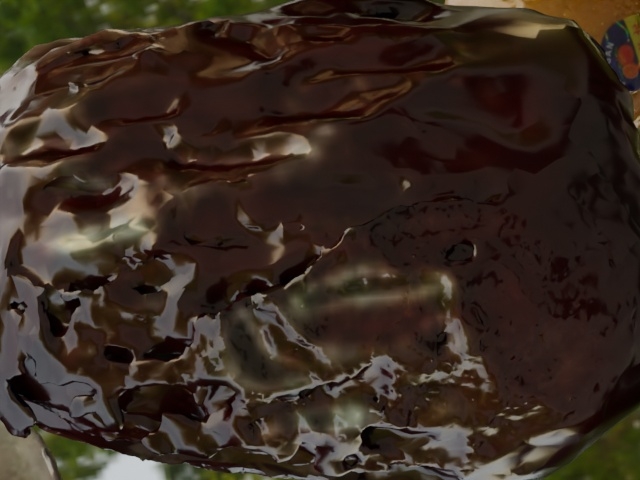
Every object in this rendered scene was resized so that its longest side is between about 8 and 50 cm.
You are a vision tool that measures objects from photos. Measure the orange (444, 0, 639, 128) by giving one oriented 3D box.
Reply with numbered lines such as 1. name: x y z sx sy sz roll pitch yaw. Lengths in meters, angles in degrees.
1. orange: 0.170 -0.143 1.279 0.177 0.177 0.155 -50 -55 -49

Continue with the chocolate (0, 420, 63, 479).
1. chocolate: -0.305 0.214 1.160 0.100 0.303 0.185 91 166 -51

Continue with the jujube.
1. jujube: 0.000 0.000 0.934 0.376 0.258 0.258 4 -111 -7
